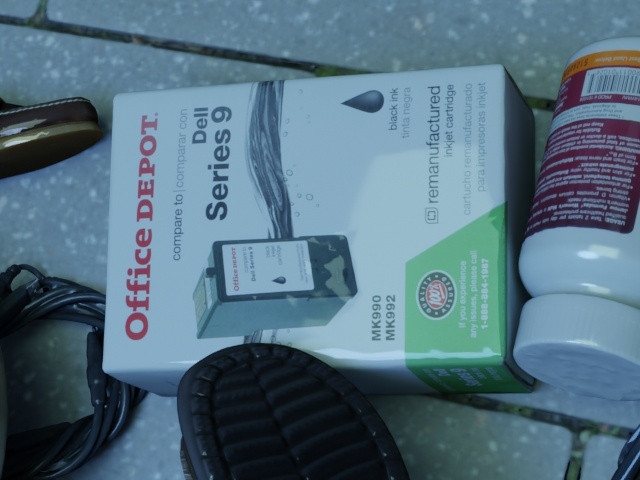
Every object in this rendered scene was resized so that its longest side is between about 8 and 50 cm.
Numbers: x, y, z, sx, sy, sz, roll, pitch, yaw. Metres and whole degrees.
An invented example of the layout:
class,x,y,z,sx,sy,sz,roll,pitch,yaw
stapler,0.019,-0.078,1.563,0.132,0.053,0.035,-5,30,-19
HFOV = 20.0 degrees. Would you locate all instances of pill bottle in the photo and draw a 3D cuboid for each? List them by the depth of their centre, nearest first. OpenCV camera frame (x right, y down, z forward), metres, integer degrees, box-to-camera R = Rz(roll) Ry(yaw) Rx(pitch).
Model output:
class,x,y,z,sx,sy,sz,roll,pitch,yaw
pill bottle,0.200,-0.014,1.208,0.121,0.121,0.221,9,68,19

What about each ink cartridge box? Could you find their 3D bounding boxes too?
class,x,y,z,sx,sy,sz,roll,pitch,yaw
ink cartridge box,0.000,0.000,1.285,0.289,0.121,0.211,-3,76,17

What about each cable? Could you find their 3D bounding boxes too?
class,x,y,z,sx,sy,sz,roll,pitch,yaw
cable,-0.217,0.111,1.350,0.150,0.047,0.184,32,64,9

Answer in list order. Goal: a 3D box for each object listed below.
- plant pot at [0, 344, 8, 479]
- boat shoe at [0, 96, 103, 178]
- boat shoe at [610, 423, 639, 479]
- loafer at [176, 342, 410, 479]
class,x,y,z,sx,sy,sz,roll,pitch,yaw
plant pot,-0.422,0.132,1.241,0.323,0.280,0.323,-23,55,39
boat shoe,-0.271,-0.080,1.416,0.207,0.073,0.073,-17,74,13
boat shoe,0.200,0.295,1.134,0.187,0.156,0.500,22,85,19
loafer,0.003,0.228,1.125,0.134,0.130,0.366,-11,57,-27
